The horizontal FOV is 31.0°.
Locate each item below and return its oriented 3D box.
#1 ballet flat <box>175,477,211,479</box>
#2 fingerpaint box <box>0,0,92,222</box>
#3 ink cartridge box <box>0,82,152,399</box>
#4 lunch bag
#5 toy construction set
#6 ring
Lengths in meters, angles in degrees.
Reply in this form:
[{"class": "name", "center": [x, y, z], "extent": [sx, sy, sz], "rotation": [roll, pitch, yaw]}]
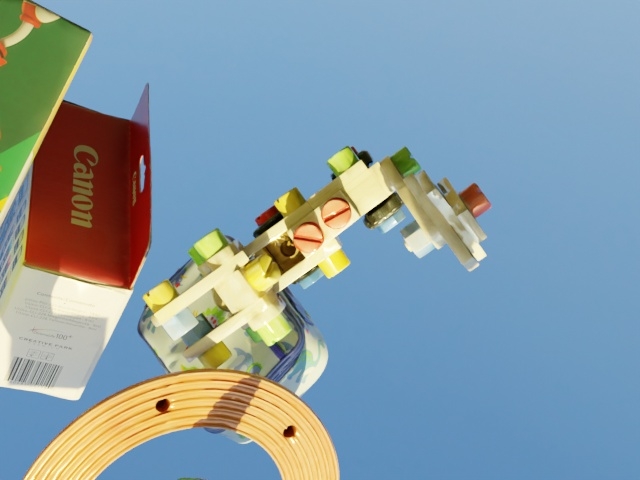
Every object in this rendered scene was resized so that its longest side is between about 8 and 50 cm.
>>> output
[{"class": "ballet flat", "center": [-0.079, 0.233, 1.019], "extent": [0.114, 0.041, 0.041], "rotation": [1, -149, 27]}, {"class": "fingerpaint box", "center": [-0.399, 0.020, 1.040], "extent": [0.163, 0.445, 0.371], "rotation": [27, -120, -15]}, {"class": "ink cartridge box", "center": [-0.304, -0.020, 1.379], "extent": [0.130, 0.272, 0.309], "rotation": [15, -141, -23]}, {"class": "lunch bag", "center": [-0.103, 0.110, 1.356], "extent": [0.219, 0.176, 0.090], "rotation": [52, -171, 36]}, {"class": "toy construction set", "center": [0.000, 0.000, 1.115], "extent": [0.328, 0.151, 0.215], "rotation": [-22, -177, 7]}, {"class": "ring", "center": [-0.139, 0.268, 1.110], "extent": [0.336, 0.336, 0.032], "rotation": [-6, -155, -23]}]
